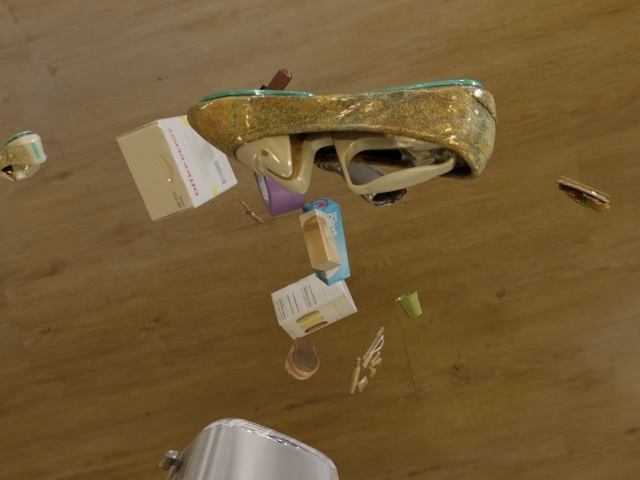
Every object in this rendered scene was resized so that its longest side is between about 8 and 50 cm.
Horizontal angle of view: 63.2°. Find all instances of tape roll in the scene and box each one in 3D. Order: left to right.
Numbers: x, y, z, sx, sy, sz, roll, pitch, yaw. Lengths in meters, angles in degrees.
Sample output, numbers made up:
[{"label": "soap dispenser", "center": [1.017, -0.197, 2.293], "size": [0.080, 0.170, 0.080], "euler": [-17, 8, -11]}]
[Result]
[{"label": "tape roll", "center": [-0.105, -0.156, 1.234], "size": [0.080, 0.189, 0.188], "euler": [-17, 101, -11]}]

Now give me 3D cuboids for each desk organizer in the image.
[{"label": "desk organizer", "center": [-0.150, -0.491, 1.660], "size": [0.050, 0.047, 0.130], "euler": [25, 122, -32]}]

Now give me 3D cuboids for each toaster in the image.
[{"label": "toaster", "center": [-0.061, 0.283, 0.521], "size": [0.227, 0.146, 0.129], "euler": [29, 118, -19]}]

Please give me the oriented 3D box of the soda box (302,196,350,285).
[{"label": "soda box", "center": [0.016, 0.005, 1.307], "size": [0.071, 0.067, 0.209], "euler": [-24, 120, -23]}]

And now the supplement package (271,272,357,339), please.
[{"label": "supplement package", "center": [-0.023, 0.214, 1.782], "size": [0.244, 0.133, 0.139], "euler": [-26, 140, 6]}]

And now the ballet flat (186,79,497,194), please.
[{"label": "ballet flat", "center": [0.011, -0.105, 0.570], "size": [0.349, 0.123, 0.123], "euler": [0, 101, 11]}]

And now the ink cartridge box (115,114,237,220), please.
[{"label": "ink cartridge box", "center": [-0.452, -0.252, 1.700], "size": [0.161, 0.384, 0.279], "euler": [-18, 102, 15]}]

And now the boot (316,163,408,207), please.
[{"label": "boot", "center": [0.115, -0.157, 1.157], "size": [0.190, 0.209, 0.075], "euler": [-27, 129, -30]}]

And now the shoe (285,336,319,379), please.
[{"label": "shoe", "center": [-0.046, 0.302, 1.286], "size": [0.077, 0.219, 0.058], "euler": [20, 97, -1]}]

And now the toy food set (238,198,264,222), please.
[{"label": "toy food set", "center": [-0.244, -0.096, 1.829], "size": [0.019, 0.122, 0.078], "euler": [-48, 135, 3]}]

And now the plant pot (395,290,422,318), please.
[{"label": "plant pot", "center": [0.316, 0.228, 1.816], "size": [0.083, 0.083, 0.079], "euler": [-26, 87, 6]}]

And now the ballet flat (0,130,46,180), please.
[{"label": "ballet flat", "center": [-0.439, -0.110, 0.747], "size": [0.168, 0.057, 0.052], "euler": [-8, 111, 48]}]

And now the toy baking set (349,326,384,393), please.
[{"label": "toy baking set", "center": [0.172, 0.443, 1.920], "size": [0.030, 0.197, 0.256], "euler": [23, 125, 29]}]

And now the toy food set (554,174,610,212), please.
[{"label": "toy food set", "center": [0.605, -0.104, 1.210], "size": [0.133, 0.192, 0.038], "euler": [29, 103, 26]}]

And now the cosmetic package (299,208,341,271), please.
[{"label": "cosmetic package", "center": [0.000, 0.000, 1.042], "size": [0.041, 0.060, 0.115], "euler": [-24, 70, 23]}]
